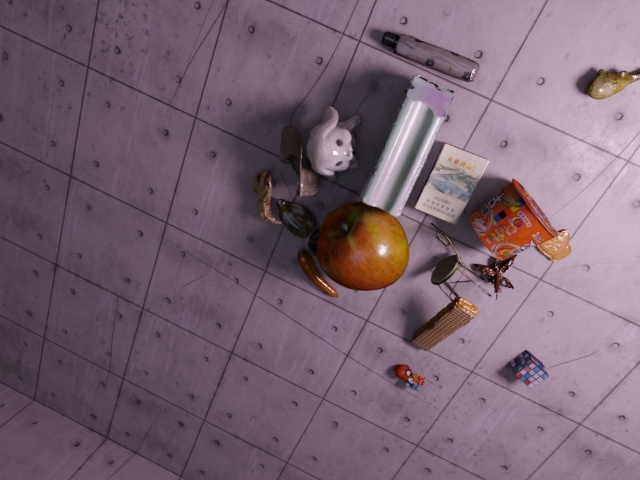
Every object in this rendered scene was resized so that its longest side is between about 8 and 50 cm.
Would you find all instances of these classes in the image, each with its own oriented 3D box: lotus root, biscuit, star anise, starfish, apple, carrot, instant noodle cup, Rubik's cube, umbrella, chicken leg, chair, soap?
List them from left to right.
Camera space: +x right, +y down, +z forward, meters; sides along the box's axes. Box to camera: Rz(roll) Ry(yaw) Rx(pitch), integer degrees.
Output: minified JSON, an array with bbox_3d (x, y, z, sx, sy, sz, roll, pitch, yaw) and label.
[{"bbox_3d":[-0.221,-0.165,1.633,0.071,0.215,0.238,-14,145,-20],"label":"starfish"},{"bbox_3d":[-0.105,-0.095,1.646,0.192,0.088,0.113,44,94,-4],"label":"lotus root"},{"bbox_3d":[-0.021,0.150,1.734,0.271,0.066,0.062,57,154,-13],"label":"carrot"},{"bbox_3d":[0.158,0.029,1.505,0.340,0.339,0.338,4,110,12],"label":"apple"},{"bbox_3d":[0.294,-0.320,1.375,0.156,0.261,0.445,24,105,7],"label":"soap"},{"bbox_3d":[0.366,-0.621,1.361,0.338,0.067,0.073,23,99,4],"label":"umbrella"},{"bbox_3d":[0.482,0.337,1.601,0.094,0.054,0.378,31,142,5],"label":"biscuit"},{"bbox_3d":[0.488,0.104,1.548,0.326,0.159,0.170,42,114,-9],"label":"chair"},{"bbox_3d":[0.671,0.136,1.524,0.159,0.144,0.140,-7,98,16],"label":"star anise"},{"bbox_3d":[0.661,-0.061,1.411,0.192,0.250,0.250,-38,97,30],"label":"instant noodle cup"},{"bbox_3d":[0.845,0.522,1.644,0.092,0.092,0.092,40,113,-3],"label":"Rubik's cube"},{"bbox_3d":[0.865,0.006,1.494,0.140,0.023,0.118,39,113,-2],"label":"biscuit"},{"bbox_3d":[0.932,-0.506,1.278,0.178,0.070,0.093,-13,100,10],"label":"chicken leg"}]

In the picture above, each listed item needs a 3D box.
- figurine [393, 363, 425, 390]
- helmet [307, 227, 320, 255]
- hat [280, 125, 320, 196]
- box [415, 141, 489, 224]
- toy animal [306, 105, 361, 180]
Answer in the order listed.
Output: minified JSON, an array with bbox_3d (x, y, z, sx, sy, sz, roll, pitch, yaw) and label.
[{"bbox_3d":[0.389,0.601,1.795,0.140,0.068,0.075,34,116,6],"label":"figurine"},{"bbox_3d":[0.000,0.000,1.664,0.098,0.070,0.123,12,133,-5],"label":"helmet"},{"bbox_3d":[-0.057,-0.291,1.490,0.214,0.149,0.244,65,147,29],"label":"hat"},{"bbox_3d":[0.474,-0.207,1.482,0.164,0.069,0.256,23,113,4],"label":"box"},{"bbox_3d":[0.044,-0.347,1.439,0.174,0.289,0.248,3,89,14],"label":"toy animal"}]
